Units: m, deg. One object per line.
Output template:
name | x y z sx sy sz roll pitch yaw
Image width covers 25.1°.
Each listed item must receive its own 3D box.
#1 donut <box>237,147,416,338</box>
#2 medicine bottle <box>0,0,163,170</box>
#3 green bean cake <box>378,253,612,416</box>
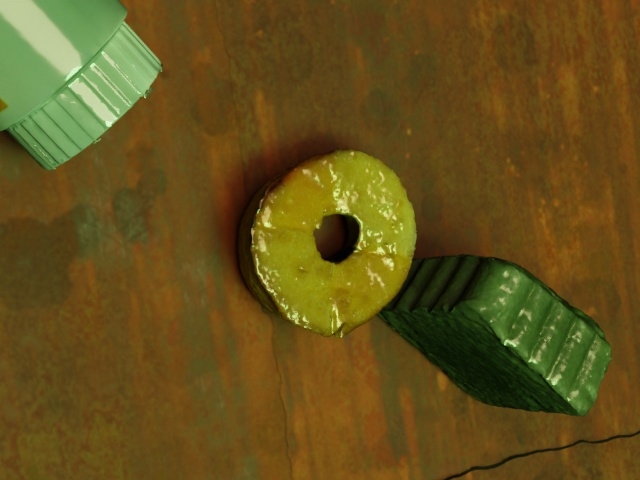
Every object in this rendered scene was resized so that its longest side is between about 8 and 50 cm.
donut | 0.001 0.001 1.395 0.174 0.074 0.190 49 65 -18
medicine bottle | -0.286 -0.216 1.196 0.318 0.158 0.158 48 69 -19
green bean cake | 0.171 0.088 1.416 0.185 0.183 0.094 36 72 -26
